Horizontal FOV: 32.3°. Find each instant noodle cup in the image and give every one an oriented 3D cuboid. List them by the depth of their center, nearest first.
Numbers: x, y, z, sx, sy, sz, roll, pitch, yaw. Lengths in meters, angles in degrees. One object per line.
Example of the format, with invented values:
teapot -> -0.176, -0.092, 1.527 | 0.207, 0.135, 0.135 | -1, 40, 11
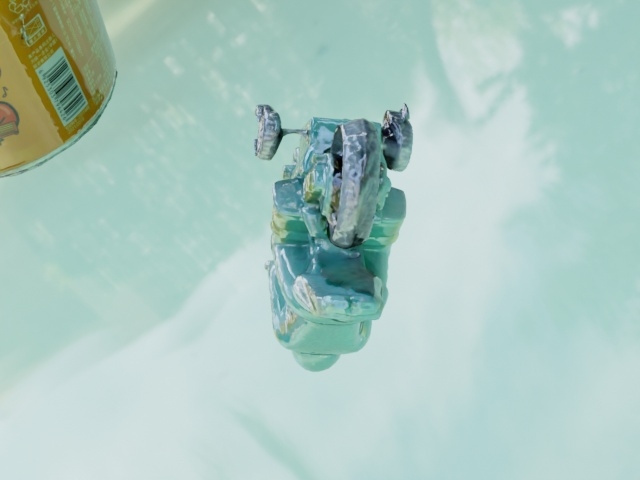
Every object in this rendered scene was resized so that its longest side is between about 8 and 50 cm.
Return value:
instant noodle cup -> -0.244, -0.155, 0.745 | 0.216, 0.172, 0.215 | -9, 47, 10

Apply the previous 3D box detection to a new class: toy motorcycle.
toy motorcycle -> 0.000, 0.000, 0.801 | 0.296, 0.109, 0.198 | 172, 101, -84
